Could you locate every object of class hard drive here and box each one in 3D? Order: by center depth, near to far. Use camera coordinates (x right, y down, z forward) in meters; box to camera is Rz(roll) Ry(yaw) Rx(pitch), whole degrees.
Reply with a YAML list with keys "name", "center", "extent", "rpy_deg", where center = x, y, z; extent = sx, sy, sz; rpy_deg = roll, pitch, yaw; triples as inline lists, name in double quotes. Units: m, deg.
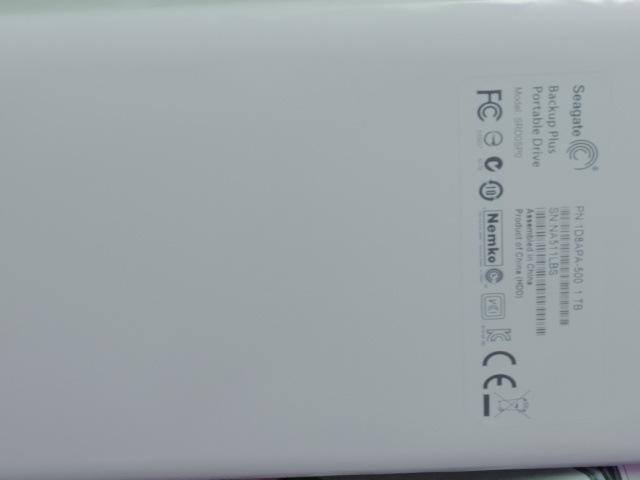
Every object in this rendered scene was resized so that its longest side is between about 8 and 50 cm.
- name: "hard drive"
  center: [0.000, 0.000, 0.645]
  extent: [0.319, 0.040, 0.210]
  rpy_deg: [-2, 124, 3]

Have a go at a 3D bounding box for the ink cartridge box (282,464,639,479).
- name: "ink cartridge box"
  center: [0.082, 0.125, 0.767]
  extent: [0.208, 0.153, 0.087]
  rpy_deg: [-30, 110, -21]
